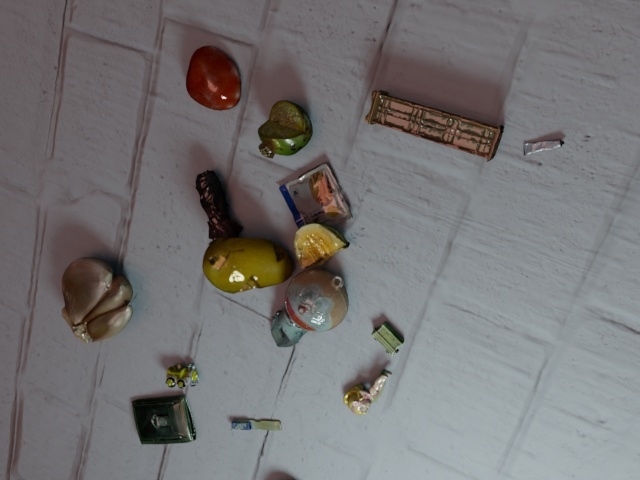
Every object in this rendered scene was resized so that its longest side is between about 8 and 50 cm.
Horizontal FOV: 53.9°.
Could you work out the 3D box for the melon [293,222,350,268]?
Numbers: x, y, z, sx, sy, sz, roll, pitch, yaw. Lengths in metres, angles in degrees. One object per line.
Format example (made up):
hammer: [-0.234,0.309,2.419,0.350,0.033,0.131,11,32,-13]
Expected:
melon: [0.000,0.000,1.726,0.160,0.079,0.128,-28,102,31]

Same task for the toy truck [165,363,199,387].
toy truck: [-0.443,0.436,2.039,0.111,0.076,0.076,-3,82,22]

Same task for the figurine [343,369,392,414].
figurine: [0.135,0.428,1.796,0.083,0.083,0.187,41,121,8]

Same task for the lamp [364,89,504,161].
lamp: [0.277,-0.285,1.544,0.325,0.090,0.089,21,109,15]

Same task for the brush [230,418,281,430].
brush: [-0.208,0.587,1.998,0.179,0.030,0.033,-5,91,24]

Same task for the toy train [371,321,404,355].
toy train: [0.188,0.272,1.750,0.093,0.038,0.056,46,109,7]

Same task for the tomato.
tomato: [-0.303,-0.446,1.747,0.174,0.082,0.166,25,111,18]

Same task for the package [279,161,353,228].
package: [-0.014,-0.106,1.742,0.173,0.027,0.171,-26,92,25]

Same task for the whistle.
whistle: [-0.050,0.205,1.768,0.189,0.189,0.348,48,126,5]

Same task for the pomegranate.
pomegranate: [-0.094,-0.279,1.676,0.143,0.122,0.169,12,73,25]

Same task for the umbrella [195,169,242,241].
umbrella: [-0.292,-0.044,1.839,0.090,0.094,0.326,-12,98,32]

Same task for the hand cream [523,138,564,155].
hand cream: [0.530,-0.224,1.496,0.093,0.019,0.030,-5,103,31]

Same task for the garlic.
garlic: [-0.726,0.182,2.053,0.325,0.132,0.279,-42,86,28]

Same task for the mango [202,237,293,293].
mango: [-0.200,0.065,1.765,0.262,0.130,0.167,-2,104,-20]

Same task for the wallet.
wallet: [-0.535,0.610,2.128,0.236,0.055,0.160,-12,92,25]
